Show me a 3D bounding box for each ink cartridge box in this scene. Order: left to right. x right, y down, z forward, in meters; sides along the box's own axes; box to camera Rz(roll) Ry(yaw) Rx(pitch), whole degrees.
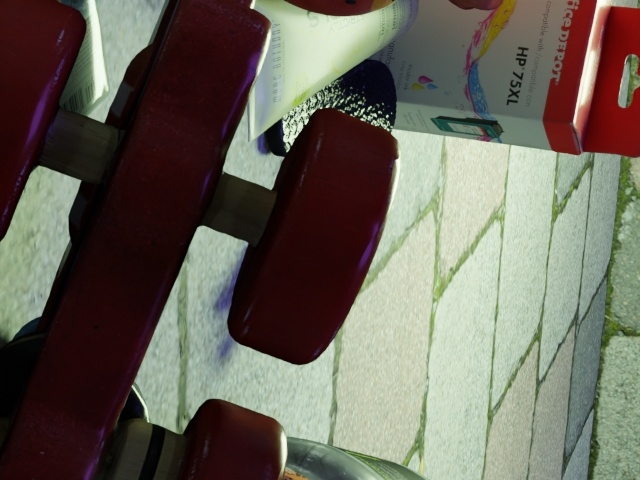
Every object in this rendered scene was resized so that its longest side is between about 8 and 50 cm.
[{"bbox_3d":[0.148,-0.149,1.364,0.078,0.231,0.134,49,51,-69],"label":"ink cartridge box"}]

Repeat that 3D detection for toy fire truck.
[{"bbox_3d":[-0.092,0.025,0.753,0.254,0.169,0.302,-116,-133,-80],"label":"toy fire truck"}]

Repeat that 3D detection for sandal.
[{"bbox_3d":[0.003,-0.097,1.264,0.179,0.040,0.067,-15,108,-56],"label":"sandal"}]

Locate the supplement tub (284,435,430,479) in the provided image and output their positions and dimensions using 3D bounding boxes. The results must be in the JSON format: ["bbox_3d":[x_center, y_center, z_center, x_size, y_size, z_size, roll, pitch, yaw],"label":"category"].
[{"bbox_3d":[-0.009,0.225,1.102,0.316,0.194,0.193,36,64,-71],"label":"supplement tub"}]

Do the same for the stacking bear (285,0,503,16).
[{"bbox_3d":[0.050,-0.225,1.139,0.175,0.164,0.289,-45,174,35],"label":"stacking bear"}]

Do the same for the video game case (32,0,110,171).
[{"bbox_3d":[-0.146,-0.089,0.768,0.157,0.019,0.143,-53,148,-47],"label":"video game case"}]

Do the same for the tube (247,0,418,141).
[{"bbox_3d":[0.001,-0.141,1.190,0.070,0.062,0.240,52,30,0],"label":"tube"}]
